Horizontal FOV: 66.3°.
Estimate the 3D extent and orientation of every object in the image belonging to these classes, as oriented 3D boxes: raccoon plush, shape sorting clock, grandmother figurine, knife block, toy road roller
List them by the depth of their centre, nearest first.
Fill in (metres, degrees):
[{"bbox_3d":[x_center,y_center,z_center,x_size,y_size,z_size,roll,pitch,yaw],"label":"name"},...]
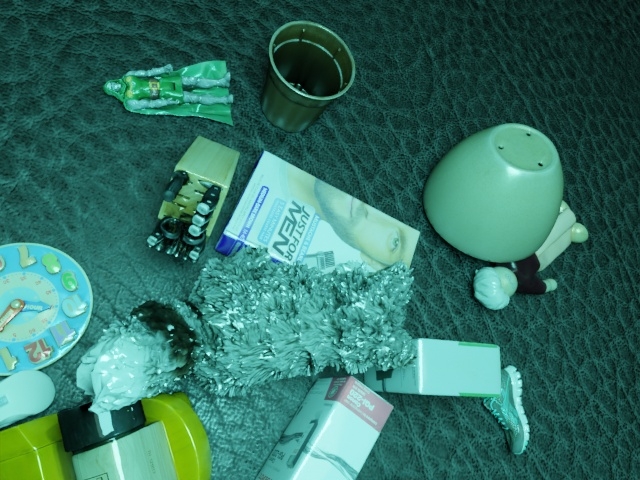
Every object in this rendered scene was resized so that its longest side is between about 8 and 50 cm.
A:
[{"bbox_3d":[-0.038,0.147,0.659,0.299,0.446,0.216,0,107,19],"label":"raccoon plush"},{"bbox_3d":[-0.303,0.325,0.672,0.329,0.240,0.202,-22,80,13],"label":"toy road roller"},{"bbox_3d":[-0.460,0.100,0.746,0.206,0.040,0.206,6,71,-19],"label":"shape sorting clock"},{"bbox_3d":[-0.194,-0.091,0.796,0.088,0.242,0.275,22,66,-14],"label":"knife block"},{"bbox_3d":[0.449,0.032,1.078,0.342,0.104,0.208,-36,79,-29],"label":"grandmother figurine"}]

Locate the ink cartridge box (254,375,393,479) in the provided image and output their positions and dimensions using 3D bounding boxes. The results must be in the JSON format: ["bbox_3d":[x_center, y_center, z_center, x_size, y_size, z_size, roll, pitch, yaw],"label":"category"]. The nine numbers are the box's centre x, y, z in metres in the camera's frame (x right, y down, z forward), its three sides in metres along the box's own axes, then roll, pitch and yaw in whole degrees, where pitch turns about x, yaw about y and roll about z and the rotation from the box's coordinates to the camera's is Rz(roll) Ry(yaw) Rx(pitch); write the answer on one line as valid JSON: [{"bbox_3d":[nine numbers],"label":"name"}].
[{"bbox_3d":[-0.002,0.331,0.774,0.092,0.158,0.218,37,64,-7],"label":"ink cartridge box"}]

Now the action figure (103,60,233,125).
[{"bbox_3d":[-0.287,-0.285,0.930,0.232,0.063,0.137,-6,78,-19],"label":"action figure"}]

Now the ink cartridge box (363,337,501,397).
[{"bbox_3d":[0.184,0.224,0.854,0.153,0.208,0.087,7,73,-17],"label":"ink cartridge box"}]

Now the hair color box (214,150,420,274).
[{"bbox_3d":[0.000,0.000,0.915,0.339,0.110,0.185,27,64,-12],"label":"hair color box"}]

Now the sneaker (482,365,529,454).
[{"bbox_3d":[0.361,0.335,0.973,0.076,0.065,0.166,-1,69,-4],"label":"sneaker"}]

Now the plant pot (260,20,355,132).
[{"bbox_3d":[-0.041,-0.309,0.968,0.167,0.165,0.167,6,71,-19],"label":"plant pot"}]

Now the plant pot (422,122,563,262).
[{"bbox_3d":[0.373,-0.123,1.001,0.284,0.191,0.284,3,57,-5],"label":"plant pot"}]

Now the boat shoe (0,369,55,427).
[{"bbox_3d":[-0.438,0.228,0.655,0.063,0.184,0.066,-23,93,8],"label":"boat shoe"}]
